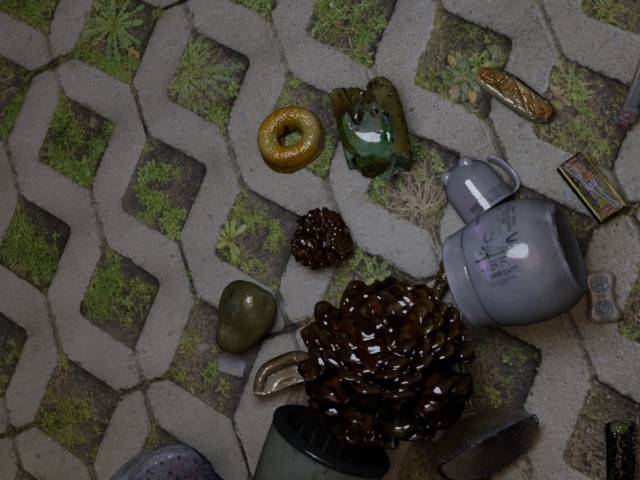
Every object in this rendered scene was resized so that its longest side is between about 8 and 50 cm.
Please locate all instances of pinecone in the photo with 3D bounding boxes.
[{"bbox_3d":[0.138,0.289,1.446,0.397,0.397,0.398,-2,84,14],"label":"pinecone"},{"bbox_3d":[0.000,0.000,1.643,0.173,0.173,0.174,-2,84,14],"label":"pinecone"}]

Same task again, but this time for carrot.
[{"bbox_3d":[0.296,0.104,1.601,0.049,0.049,0.255,24,88,15],"label":"carrot"}]

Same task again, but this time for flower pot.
[{"bbox_3d":[-0.030,0.598,1.515,0.293,0.293,0.331,23,94,15],"label":"flower pot"}]

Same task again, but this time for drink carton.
[{"bbox_3d":[0.639,-0.126,1.540,0.071,0.056,0.166,-37,77,11],"label":"drink carton"}]

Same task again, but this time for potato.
[{"bbox_3d":[-0.198,0.200,1.667,0.157,0.157,0.194,27,93,15],"label":"potato"},{"bbox_3d":[0.382,0.478,1.537,0.261,0.100,0.120,-26,117,-4],"label":"potato"}]

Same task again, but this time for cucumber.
[{"bbox_3d":[0.671,0.529,1.456,0.067,0.067,0.246,1,83,14],"label":"cucumber"}]

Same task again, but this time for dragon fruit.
[{"bbox_3d":[-0.374,0.634,1.643,0.221,0.204,0.283,-39,103,-23],"label":"dragon fruit"}]

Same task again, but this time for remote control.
[{"bbox_3d":[0.654,0.131,1.520,0.074,0.032,0.122,-10,81,13],"label":"remote control"}]

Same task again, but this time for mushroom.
[{"bbox_3d":[-0.076,0.333,1.660,0.209,0.072,0.094,-22,81,7],"label":"mushroom"}]

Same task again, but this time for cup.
[{"bbox_3d":[0.385,-0.136,1.565,0.173,0.134,0.142,-37,75,9],"label":"cup"}]

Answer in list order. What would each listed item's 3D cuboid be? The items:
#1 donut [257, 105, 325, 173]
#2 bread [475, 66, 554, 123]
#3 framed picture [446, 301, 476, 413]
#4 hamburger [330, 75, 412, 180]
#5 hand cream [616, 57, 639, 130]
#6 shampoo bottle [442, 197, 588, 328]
[{"bbox_3d":[-0.084,-0.272,1.726,0.190,0.074,0.175,-11,81,12],"label":"donut"},{"bbox_3d":[0.480,-0.359,1.606,0.214,0.053,0.073,37,98,12],"label":"bread"},{"bbox_3d":[0.250,0.305,1.610,0.217,0.017,0.275,-14,81,13],"label":"framed picture"},{"bbox_3d":[0.127,-0.287,1.626,0.167,0.192,0.288,-14,81,2],"label":"hamburger"},{"bbox_3d":[0.759,-0.361,1.546,0.067,0.043,0.210,26,85,13],"label":"hand cream"},{"bbox_3d":[0.430,0.055,1.450,0.266,0.273,0.273,-23,79,29],"label":"shampoo bottle"}]
